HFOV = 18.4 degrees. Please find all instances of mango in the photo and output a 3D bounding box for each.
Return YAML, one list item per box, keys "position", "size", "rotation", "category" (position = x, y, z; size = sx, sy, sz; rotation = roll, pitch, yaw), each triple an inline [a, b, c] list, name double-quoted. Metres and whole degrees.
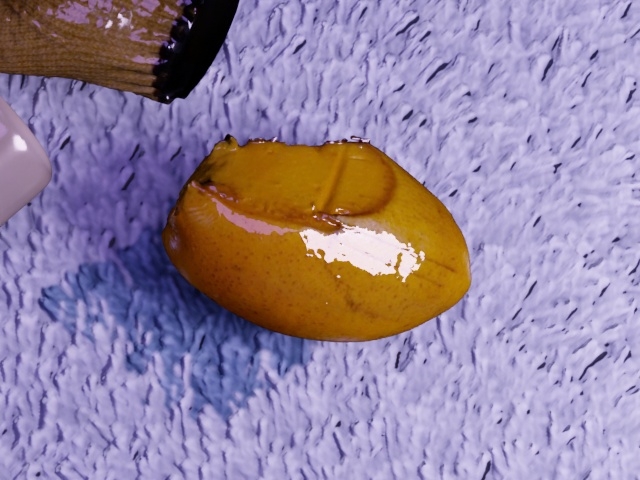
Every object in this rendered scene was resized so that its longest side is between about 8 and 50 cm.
- position: [0.000, 0.000, 1.535]
  size: [0.252, 0.126, 0.153]
  rotation: [15, 68, -15]
  category: "mango"

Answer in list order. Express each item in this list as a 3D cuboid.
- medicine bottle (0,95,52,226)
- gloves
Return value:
- position: [-0.326, -0.010, 1.480]
  size: [0.252, 0.114, 0.114]
  rotation: [-42, 91, -12]
  category: "medicine bottle"
- position: [-0.237, -0.224, 1.505]
  size: [0.356, 0.155, 0.203]
  rotation: [25, 88, -7]
  category: "gloves"
